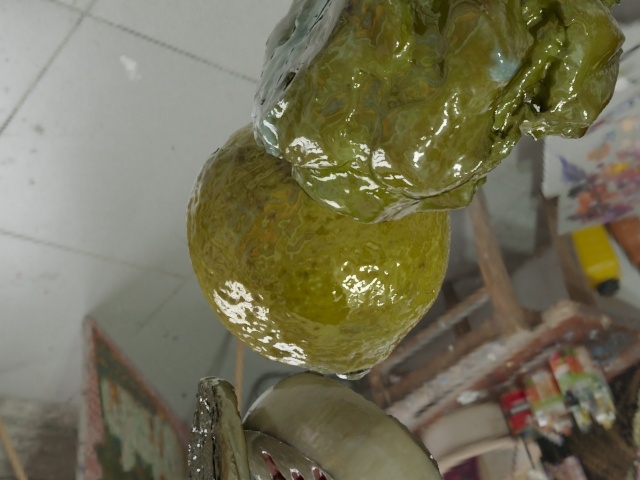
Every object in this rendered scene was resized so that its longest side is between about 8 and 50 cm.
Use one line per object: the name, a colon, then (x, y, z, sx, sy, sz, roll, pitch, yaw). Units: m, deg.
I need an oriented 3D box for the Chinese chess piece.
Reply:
Chinese chess piece: (0.024, 0.255, 1.198, 0.103, 0.250, 0.249, -45, 154, -26)

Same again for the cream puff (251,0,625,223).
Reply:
cream puff: (0.118, -0.171, 0.990, 0.276, 0.378, 0.378, 29, 128, -17)

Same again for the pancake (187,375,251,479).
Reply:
pancake: (-0.115, 0.288, 1.177, 0.049, 0.282, 0.282, 2, 141, -14)

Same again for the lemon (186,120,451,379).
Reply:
lemon: (0.000, 0.000, 1.450, 0.350, 0.350, 0.387, -10, 99, -8)
